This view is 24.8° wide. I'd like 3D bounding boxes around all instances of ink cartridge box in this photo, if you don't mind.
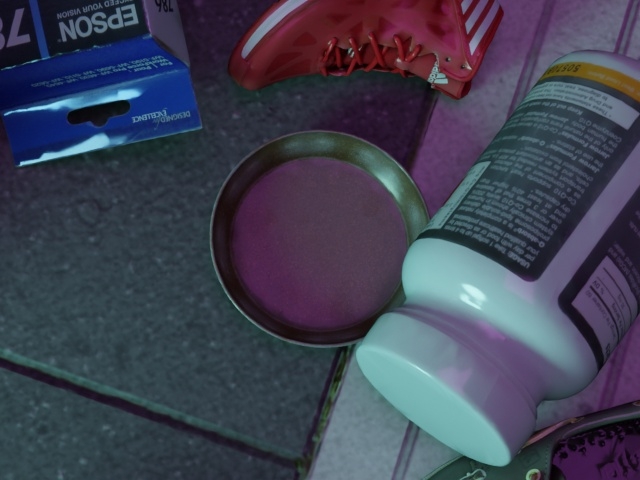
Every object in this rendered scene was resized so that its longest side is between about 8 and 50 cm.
[{"bbox_3d":[-0.200,-0.223,1.032,0.165,0.065,0.333,-12,97,18],"label":"ink cartridge box"}]

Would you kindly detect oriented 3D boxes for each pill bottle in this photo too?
[{"bbox_3d":[0.158,0.012,1.037,0.162,0.162,0.278,38,73,4],"label":"pill bottle"}]

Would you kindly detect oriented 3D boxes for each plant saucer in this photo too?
[{"bbox_3d":[0.000,0.000,1.097,0.168,0.029,0.168,2,76,-7],"label":"plant saucer"}]

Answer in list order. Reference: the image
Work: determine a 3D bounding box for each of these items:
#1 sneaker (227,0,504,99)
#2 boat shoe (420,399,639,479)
[{"bbox_3d":[0.047,-0.149,1.112,0.221,0.087,0.128,-33,80,-12],"label":"sneaker"},{"bbox_3d":[0.170,0.182,1.035,0.305,0.091,0.109,-21,78,-11],"label":"boat shoe"}]
